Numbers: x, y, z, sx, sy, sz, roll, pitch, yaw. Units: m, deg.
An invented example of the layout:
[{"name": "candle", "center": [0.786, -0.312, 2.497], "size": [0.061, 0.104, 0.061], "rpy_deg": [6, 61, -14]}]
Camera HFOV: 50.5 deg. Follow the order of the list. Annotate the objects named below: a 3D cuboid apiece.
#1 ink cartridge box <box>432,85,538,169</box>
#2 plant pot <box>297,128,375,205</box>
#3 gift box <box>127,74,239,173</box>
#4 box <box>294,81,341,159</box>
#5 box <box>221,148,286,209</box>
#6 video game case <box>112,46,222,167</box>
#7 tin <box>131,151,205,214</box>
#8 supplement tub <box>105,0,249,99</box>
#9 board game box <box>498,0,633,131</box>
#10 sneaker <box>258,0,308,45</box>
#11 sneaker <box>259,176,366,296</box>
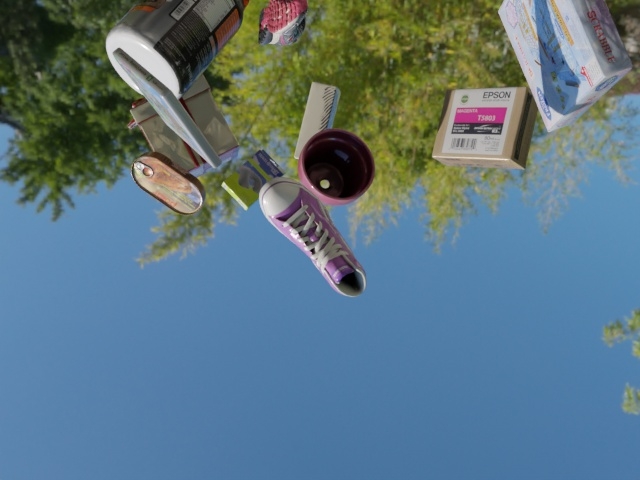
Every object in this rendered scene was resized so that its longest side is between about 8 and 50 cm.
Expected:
[{"name": "ink cartridge box", "center": [0.420, -0.288, 1.736], "size": [0.234, 0.193, 0.088], "rpy_deg": [8, 174, 43]}, {"name": "plant pot", "center": [0.026, -0.179, 1.841], "size": [0.201, 0.201, 0.180], "rpy_deg": [-8, 169, -16]}, {"name": "gift box", "center": [-0.401, -0.315, 1.967], "size": [0.255, 0.258, 0.276], "rpy_deg": [-29, -176, -13]}, {"name": "box", "center": [-0.010, -0.411, 2.398], "size": [0.094, 0.275, 0.113], "rpy_deg": [14, -174, 9]}, {"name": "box", "center": [-0.196, -0.189, 2.047], "size": [0.109, 0.042, 0.178], "rpy_deg": [46, -109, -3]}, {"name": "video game case", "center": [-0.287, -0.248, 1.282], "size": [0.023, 0.212, 0.193], "rpy_deg": [-43, -124, -8]}, {"name": "tin", "center": [-0.364, -0.137, 1.636], "size": [0.189, 0.106, 0.040], "rpy_deg": [36, -149, -12]}, {"name": "supplement tub", "center": [-0.317, -0.500, 1.570], "size": [0.207, 0.207, 0.338], "rpy_deg": [18, -121, 23]}, {"name": "board game box", "center": [0.495, -0.428, 1.417], "size": [0.066, 0.319, 0.318], "rpy_deg": [-19, 172, -3]}, {"name": "sneaker", "center": [-0.083, -0.586, 1.774], "size": [0.112, 0.121, 0.299], "rpy_deg": [1, -176, -16]}, {"name": "sneaker", "center": [0.001, 0.000, 1.306], "size": [0.102, 0.282, 0.161], "rpy_deg": [-42, -148, 3]}]
